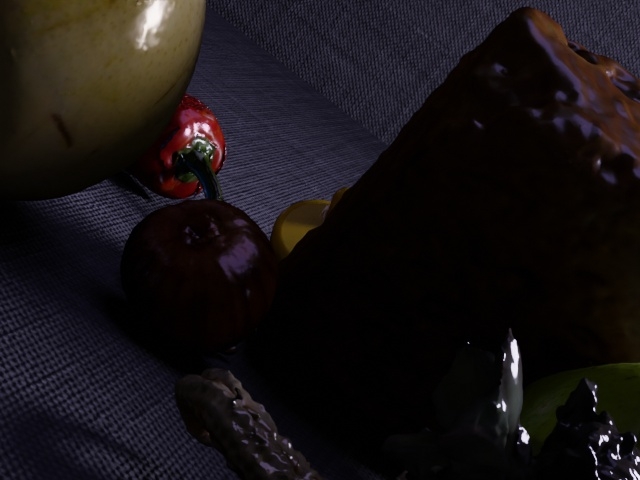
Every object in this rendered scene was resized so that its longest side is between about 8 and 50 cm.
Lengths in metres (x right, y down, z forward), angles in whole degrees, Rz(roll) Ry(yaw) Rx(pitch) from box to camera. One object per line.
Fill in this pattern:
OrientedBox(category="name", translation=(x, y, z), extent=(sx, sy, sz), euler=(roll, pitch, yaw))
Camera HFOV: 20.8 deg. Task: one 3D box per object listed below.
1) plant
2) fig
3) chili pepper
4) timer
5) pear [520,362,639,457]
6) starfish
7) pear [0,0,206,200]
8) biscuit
OrientedBox(category="plant", translation=(0.141, 0.161, 1.111), extent=(0.203, 0.142, 0.131), euler=(52, 19, -5))
OrientedBox(category="fig", translation=(-0.098, 0.030, 1.381), extent=(0.128, 0.128, 0.150), euler=(37, -17, -3))
OrientedBox(category="chili pepper", translation=(-0.195, -0.134, 1.810), extent=(0.387, 0.110, 0.110), euler=(40, 9, 38))
OrientedBox(category="timer", translation=(0.000, 0.000, 1.855), extent=(0.107, 0.107, 0.109), euler=(41, -33, 18))
OrientedBox(category="pear", translation=(0.232, 0.206, 1.334), extent=(0.292, 0.159, 0.292), euler=(44, -25, 26))
OrientedBox(category="starfish", translation=(0.084, 0.231, 1.161), extent=(0.432, 0.082, 0.324), euler=(30, 13, -46))
OrientedBox(category="pear", translation=(-0.239, -0.175, 1.321), extent=(0.309, 0.309, 0.309), euler=(36, 10, -7))
OrientedBox(category="biscuit", translation=(0.169, 0.043, 1.475), extent=(0.343, 0.395, 0.166), euler=(37, 34, -6))
